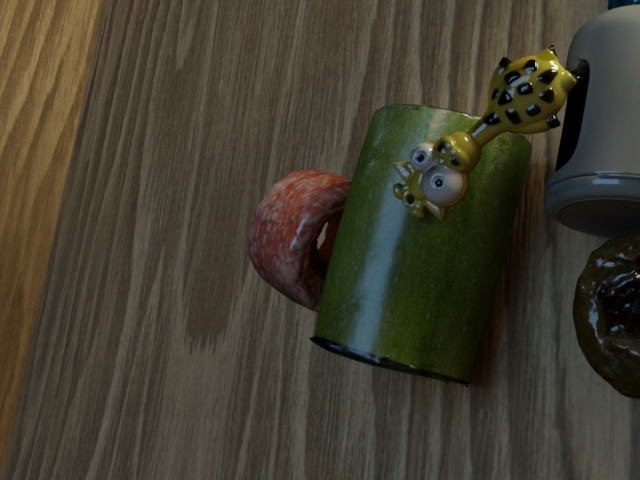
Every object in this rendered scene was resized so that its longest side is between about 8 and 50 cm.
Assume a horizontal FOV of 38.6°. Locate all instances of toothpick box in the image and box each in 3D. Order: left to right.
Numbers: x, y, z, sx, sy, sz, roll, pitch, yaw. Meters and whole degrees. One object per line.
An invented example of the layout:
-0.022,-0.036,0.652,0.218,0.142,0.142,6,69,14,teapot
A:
0.435,-0.172,1.220,0.229,0.229,0.317,-3,70,47,toothpick box

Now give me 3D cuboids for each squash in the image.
0.150,0.012,1.404,0.263,0.263,0.385,8,80,49,squash

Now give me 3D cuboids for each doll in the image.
0.214,-0.143,1.223,0.291,0.086,0.117,-41,72,17,doll

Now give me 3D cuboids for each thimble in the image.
0.000,0.000,1.595,0.162,0.239,0.239,22,90,47,thimble

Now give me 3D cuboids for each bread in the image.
0.417,0.089,1.147,0.230,0.123,0.230,1,92,44,bread

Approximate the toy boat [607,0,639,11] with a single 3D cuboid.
0.482,-0.404,1.356,0.134,0.092,0.299,-1,72,44,toy boat
